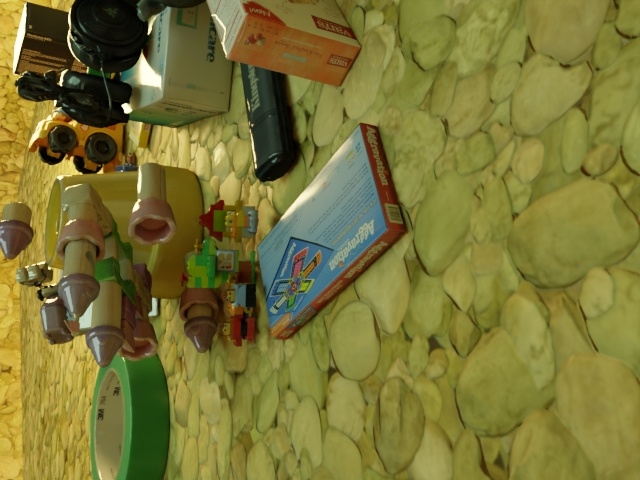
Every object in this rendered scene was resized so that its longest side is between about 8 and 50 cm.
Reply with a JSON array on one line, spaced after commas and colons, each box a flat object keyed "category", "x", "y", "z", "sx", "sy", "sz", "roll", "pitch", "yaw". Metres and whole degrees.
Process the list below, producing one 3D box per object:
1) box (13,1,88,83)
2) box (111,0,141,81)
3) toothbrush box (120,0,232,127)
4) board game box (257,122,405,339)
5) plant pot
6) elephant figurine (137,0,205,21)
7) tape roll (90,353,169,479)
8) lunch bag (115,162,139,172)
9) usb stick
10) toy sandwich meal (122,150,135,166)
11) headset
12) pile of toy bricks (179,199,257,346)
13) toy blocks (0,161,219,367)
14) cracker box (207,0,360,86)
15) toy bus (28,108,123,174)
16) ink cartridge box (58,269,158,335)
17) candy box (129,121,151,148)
[{"category": "box", "x": -0.664, "y": -0.508, "z": 1.824, "sx": 0.184, "sy": 0.261, "sz": 0.103, "roll": -37, "pitch": 54, "yaw": 50}, {"category": "box", "x": -0.452, "y": -0.488, "z": 1.612, "sx": 0.257, "sy": 0.079, "sz": 0.322, "roll": -29, "pitch": 53, "yaw": 52}, {"category": "toothbrush box", "x": -0.271, "y": -0.336, "z": 1.263, "sx": 0.295, "sy": 0.126, "sz": 0.216, "roll": 7, "pitch": 91, "yaw": 58}, {"category": "board game box", "x": 0.000, "y": 0.000, "z": 0.839, "sx": 0.281, "sy": 0.027, "sz": 0.145, "roll": -46, "pitch": 45, "yaw": 46}, {"category": "plant pot", "x": -0.373, "y": -0.023, "z": 1.268, "sx": 0.254, "sy": 0.239, "sz": 0.254, "roll": -16, "pitch": 71, "yaw": 59}, {"category": "elephant figurine", "x": -0.154, "y": -0.412, "z": 1.006, "sx": 0.239, "sy": 0.169, "sz": 0.186, "roll": 31, "pitch": 139, "yaw": 35}, {"category": "tape roll", "x": -0.395, "y": 0.381, "z": 1.392, "sx": 0.321, "sy": 0.077, "sz": 0.321, "roll": -18, "pitch": 69, "yaw": 57}, {"category": "lunch bag", "x": -0.431, "y": -0.143, "z": 1.555, "sx": 0.098, "sy": 0.067, "sz": 0.065, "roll": 9, "pitch": 92, "yaw": 61}, {"category": "usb stick", "x": -0.083, "y": -0.215, "z": 0.999, "sx": 0.077, "sy": 0.045, "sz": 0.278, "roll": -41, "pitch": 51, "yaw": 47}, {"category": "toy sandwich meal", "x": -0.477, "y": -0.182, "z": 1.676, "sx": 0.085, "sy": 0.029, "sz": 0.086, "roll": -17, "pitch": 71, "yaw": 57}, {"category": "headset", "x": -0.410, "y": -0.311, "z": 1.189, "sx": 0.394, "sy": 0.185, "sz": 0.243, "roll": -112, "pitch": 38, "yaw": -54}, {"category": "pile of toy bricks", "x": -0.146, "y": 0.045, "z": 0.969, "sx": 0.118, "sy": 0.105, "sz": 0.212, "roll": 172, "pitch": 100, "yaw": -81}, {"category": "toy blocks", "x": -0.329, "y": 0.093, "z": 1.026, "sx": 0.289, "sy": 0.308, "sz": 0.260, "roll": 74, "pitch": -178, "yaw": -51}, {"category": "cracker box", "x": -0.061, "y": -0.304, "z": 0.870, "sx": 0.067, "sy": 0.155, "sz": 0.232, "roll": -56, "pitch": 41, "yaw": 38}, {"category": "toy bus", "x": -0.613, "y": -0.293, "z": 1.755, "sx": 0.149, "sy": 0.220, "sz": 0.212, "roll": -15, "pitch": 66, "yaw": 55}, {"category": "ink cartridge box", "x": -0.450, "y": 0.047, "z": 1.498, "sx": 0.261, "sy": 0.066, "sz": 0.296, "roll": -10, "pitch": 71, "yaw": 18}, {"category": "candy box", "x": -0.403, "y": -0.325, "z": 1.579, "sx": 0.105, "sy": 0.027, "sz": 0.206, "roll": 40, "pitch": 118, "yaw": 54}]
